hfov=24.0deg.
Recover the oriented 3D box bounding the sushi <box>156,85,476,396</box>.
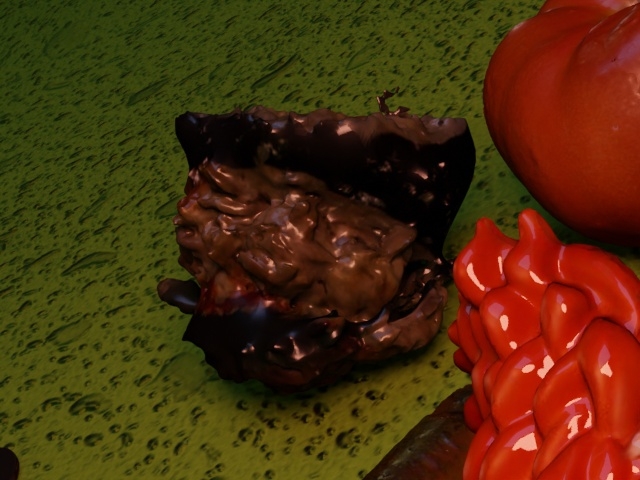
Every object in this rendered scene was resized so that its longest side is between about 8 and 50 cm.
[{"bbox_3d":[0.000,0.006,1.104,0.225,0.218,0.238,4,-7,-10],"label":"sushi"}]

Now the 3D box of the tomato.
[{"bbox_3d":[0.242,-0.104,1.050,0.260,0.180,0.260,-22,24,10],"label":"tomato"}]

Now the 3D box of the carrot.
[{"bbox_3d":[0.022,0.182,0.883,0.260,0.070,0.070,-41,28,-27],"label":"carrot"}]

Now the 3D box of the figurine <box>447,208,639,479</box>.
[{"bbox_3d":[0.216,0.051,0.629,0.411,0.241,0.306,-49,57,5],"label":"figurine"}]

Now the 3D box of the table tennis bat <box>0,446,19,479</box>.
[{"bbox_3d":[-0.285,0.214,1.190,0.095,0.014,0.158,-24,24,8],"label":"table tennis bat"}]
